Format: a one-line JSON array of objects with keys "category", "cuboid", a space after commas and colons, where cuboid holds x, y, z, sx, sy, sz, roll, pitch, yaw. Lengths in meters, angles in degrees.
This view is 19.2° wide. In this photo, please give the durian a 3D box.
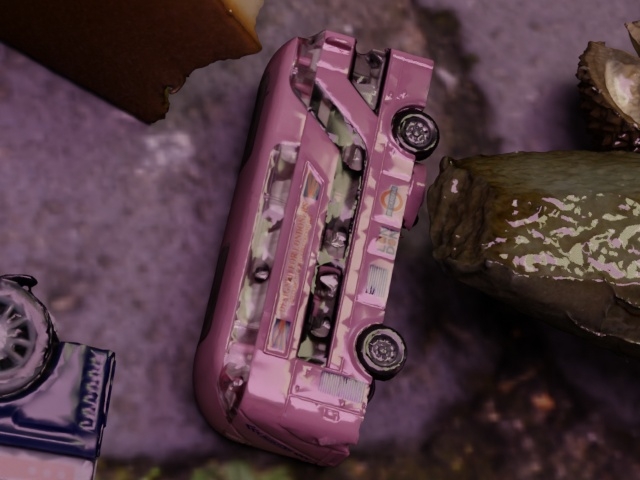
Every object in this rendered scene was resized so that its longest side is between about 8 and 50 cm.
[{"category": "durian", "cuboid": [0.191, -0.050, 0.949, 0.140, 0.071, 0.110, 22, 45, 20]}]

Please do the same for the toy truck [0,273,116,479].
[{"category": "toy truck", "cuboid": [-0.226, 0.087, 0.738, 0.268, 0.124, 0.155, 10, 70, -14]}]

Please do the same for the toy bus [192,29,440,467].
[{"category": "toy bus", "cuboid": [0.000, 0.000, 0.877, 0.090, 0.063, 0.203, 17, 64, -9]}]

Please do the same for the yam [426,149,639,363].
[{"category": "yam", "cuboid": [0.178, 0.019, 0.875, 0.259, 0.106, 0.106, 25, 61, -22]}]

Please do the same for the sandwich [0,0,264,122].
[{"category": "sandwich", "cuboid": [-0.118, -0.150, 0.887, 0.186, 0.220, 0.108, 51, 53, -33]}]
